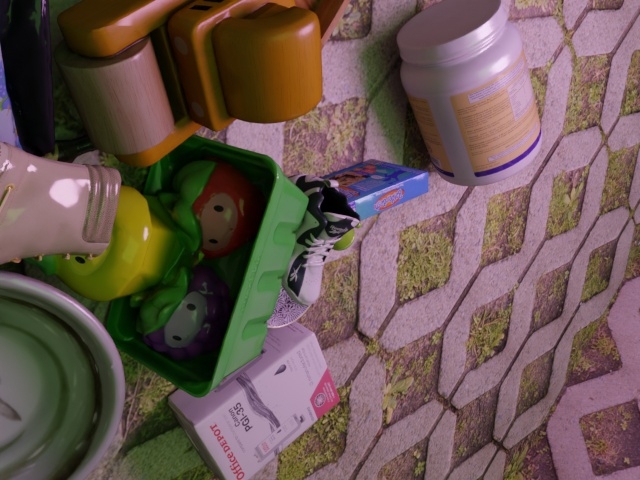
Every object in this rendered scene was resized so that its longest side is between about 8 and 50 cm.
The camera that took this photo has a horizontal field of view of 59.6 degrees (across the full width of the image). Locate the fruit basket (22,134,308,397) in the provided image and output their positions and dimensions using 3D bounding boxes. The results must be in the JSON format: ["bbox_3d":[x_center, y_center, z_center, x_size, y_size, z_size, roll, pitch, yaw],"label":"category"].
[{"bbox_3d":[-0.230,0.018,0.829,0.392,0.283,0.391,-35,136,-44],"label":"fruit basket"}]

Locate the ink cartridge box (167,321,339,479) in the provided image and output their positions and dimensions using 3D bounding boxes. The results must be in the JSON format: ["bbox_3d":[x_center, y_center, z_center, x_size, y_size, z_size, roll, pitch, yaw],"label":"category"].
[{"bbox_3d":[-0.122,0.314,1.099,0.283,0.117,0.207,-35,125,-26],"label":"ink cartridge box"}]

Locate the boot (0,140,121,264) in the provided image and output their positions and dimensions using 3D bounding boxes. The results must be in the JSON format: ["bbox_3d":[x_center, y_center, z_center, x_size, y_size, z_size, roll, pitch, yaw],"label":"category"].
[{"bbox_3d":[-0.355,0.012,0.627,0.204,0.095,0.261,9,114,-56],"label":"boot"}]

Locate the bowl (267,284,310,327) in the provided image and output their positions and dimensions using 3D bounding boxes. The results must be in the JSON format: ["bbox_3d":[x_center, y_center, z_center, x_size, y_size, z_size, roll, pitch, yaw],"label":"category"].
[{"bbox_3d":[-0.090,0.073,1.065,0.170,0.080,0.169,-15,115,-35],"label":"bowl"}]

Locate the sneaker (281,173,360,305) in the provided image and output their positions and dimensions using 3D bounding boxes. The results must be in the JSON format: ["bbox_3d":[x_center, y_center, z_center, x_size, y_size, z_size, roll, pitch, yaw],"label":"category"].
[{"bbox_3d":[0.000,0.000,0.962,0.094,0.153,0.234,3,88,-39],"label":"sneaker"}]

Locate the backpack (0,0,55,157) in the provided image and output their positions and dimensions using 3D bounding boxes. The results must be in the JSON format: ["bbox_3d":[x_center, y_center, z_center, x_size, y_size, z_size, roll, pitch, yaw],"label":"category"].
[{"bbox_3d":[-0.464,-0.167,0.563,0.356,0.273,0.290,-3,144,-26],"label":"backpack"}]

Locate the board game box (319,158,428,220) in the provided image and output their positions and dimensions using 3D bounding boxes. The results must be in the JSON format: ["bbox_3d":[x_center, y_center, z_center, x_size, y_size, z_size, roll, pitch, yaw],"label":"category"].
[{"bbox_3d":[0.081,-0.100,1.092,0.210,0.160,0.047,-23,119,-32],"label":"board game box"}]

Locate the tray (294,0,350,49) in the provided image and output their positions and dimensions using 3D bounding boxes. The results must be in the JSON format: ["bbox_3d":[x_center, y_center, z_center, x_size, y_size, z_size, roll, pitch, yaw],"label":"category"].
[{"bbox_3d":[-0.081,-0.501,0.829,0.411,0.076,0.202,42,71,-49],"label":"tray"}]

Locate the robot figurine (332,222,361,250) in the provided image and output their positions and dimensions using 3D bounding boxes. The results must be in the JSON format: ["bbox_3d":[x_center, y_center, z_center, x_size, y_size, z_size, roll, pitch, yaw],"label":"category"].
[{"bbox_3d":[0.032,-0.021,1.130,0.101,0.067,0.115,-30,151,3],"label":"robot figurine"}]

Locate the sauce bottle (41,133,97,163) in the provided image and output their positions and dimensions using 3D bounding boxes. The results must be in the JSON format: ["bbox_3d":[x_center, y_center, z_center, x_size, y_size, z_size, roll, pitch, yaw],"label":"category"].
[{"bbox_3d":[-0.380,-0.118,0.784,0.128,0.042,0.042,-32,123,-30],"label":"sauce bottle"}]

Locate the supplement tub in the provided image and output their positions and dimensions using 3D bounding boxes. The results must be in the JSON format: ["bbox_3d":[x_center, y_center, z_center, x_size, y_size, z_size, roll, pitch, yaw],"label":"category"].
[{"bbox_3d":[0.307,-0.304,1.153,0.241,0.241,0.331,-45,129,-19],"label":"supplement tub"}]

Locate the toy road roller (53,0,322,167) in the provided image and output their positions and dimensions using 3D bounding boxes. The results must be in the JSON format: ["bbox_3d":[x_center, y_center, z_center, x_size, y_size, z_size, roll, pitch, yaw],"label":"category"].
[{"bbox_3d":[-0.145,-0.235,0.747,0.329,0.241,0.202,-46,150,-31],"label":"toy road roller"}]

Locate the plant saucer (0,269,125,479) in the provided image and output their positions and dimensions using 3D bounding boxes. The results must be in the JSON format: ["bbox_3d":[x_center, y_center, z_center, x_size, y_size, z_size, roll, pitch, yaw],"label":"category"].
[{"bbox_3d":[-0.475,0.210,0.740,0.401,0.101,0.399,-10,112,-26],"label":"plant saucer"}]
